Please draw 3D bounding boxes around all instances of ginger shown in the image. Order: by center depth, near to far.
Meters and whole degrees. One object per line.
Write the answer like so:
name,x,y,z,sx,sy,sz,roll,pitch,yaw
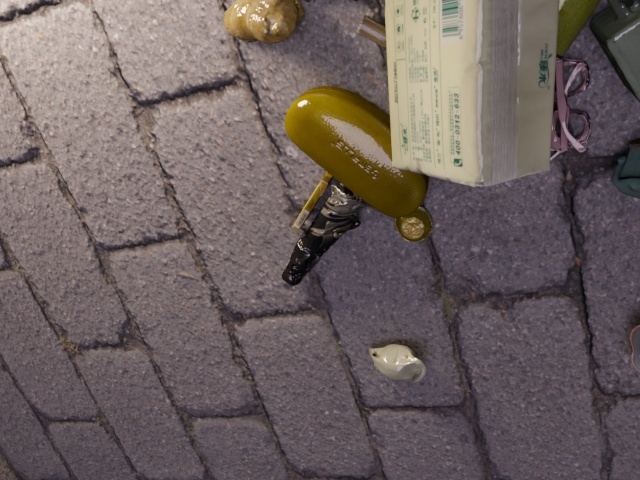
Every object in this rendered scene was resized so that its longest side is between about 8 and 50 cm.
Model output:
ginger,-0.138,-0.477,1.205,0.193,0.123,0.115,-9,134,27

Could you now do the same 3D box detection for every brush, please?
brush,0.196,-0.408,1.183,0.247,0.036,0.043,26,126,-5

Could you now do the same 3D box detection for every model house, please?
model house,0.691,-0.165,1.113,0.119,0.148,0.149,24,85,-35

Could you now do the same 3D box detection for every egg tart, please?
egg tart,0.229,-0.037,1.359,0.105,0.039,0.105,6,118,12

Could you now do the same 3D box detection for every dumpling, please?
dumpling,0.222,0.355,1.532,0.169,0.100,0.134,-11,125,24

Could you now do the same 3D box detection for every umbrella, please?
umbrella,0.005,0.001,1.411,0.106,0.113,0.358,50,129,20

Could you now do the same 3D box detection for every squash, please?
squash,0.459,-0.475,1.006,0.132,0.132,0.247,29,121,1

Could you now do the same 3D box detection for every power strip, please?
power strip,0.585,-0.380,0.993,0.139,0.140,0.224,-32,113,29

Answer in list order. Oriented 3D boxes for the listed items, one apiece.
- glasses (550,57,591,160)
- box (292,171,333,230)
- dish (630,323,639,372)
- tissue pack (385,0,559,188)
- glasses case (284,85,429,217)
glasses,0.469,-0.260,1.140,0.162,0.095,0.256,-1,114,27
box,-0.015,-0.102,1.372,0.022,0.089,0.156,33,120,-3
dish,0.845,0.238,1.286,0.229,0.081,0.230,14,127,19
tissue pack,0.266,-0.311,1.019,0.207,0.297,0.381,-14,111,-25
glasses case,0.093,-0.208,1.253,0.371,0.141,0.173,38,120,-5
